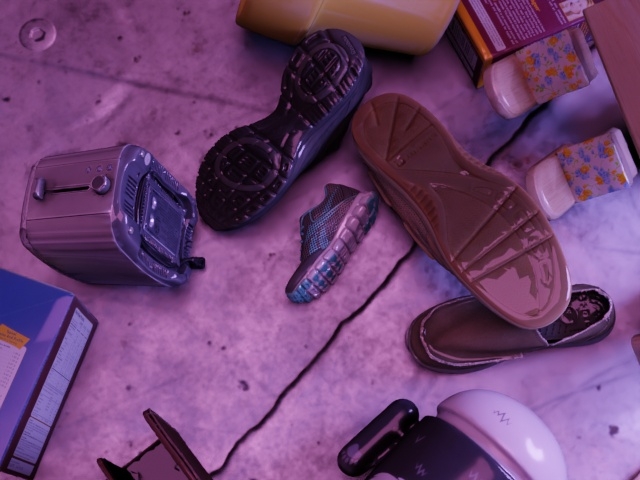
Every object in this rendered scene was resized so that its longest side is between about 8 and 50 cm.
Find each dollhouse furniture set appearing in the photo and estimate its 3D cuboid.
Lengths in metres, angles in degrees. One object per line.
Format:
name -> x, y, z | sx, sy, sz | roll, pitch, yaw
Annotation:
dollhouse furniture set -> 0.391, -0.077, 1.119 | 0.256, 0.362, 0.394 | -32, 100, -52

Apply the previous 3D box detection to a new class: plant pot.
plant pot -> 0.047, -0.341, 1.302 | 0.239, 0.254, 0.254 | 20, 72, -11

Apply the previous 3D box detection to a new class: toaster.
toaster -> -0.237, -0.020, 1.212 | 0.146, 0.227, 0.129 | -1, 70, 17

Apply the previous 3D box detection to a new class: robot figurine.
robot figurine -> 0.134, 0.287, 1.127 | 0.278, 0.173, 0.209 | -44, 105, -13

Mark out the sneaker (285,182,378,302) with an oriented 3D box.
sneaker -> 0.000, 0.000, 1.282 | 0.076, 0.065, 0.166 | 27, 70, 25

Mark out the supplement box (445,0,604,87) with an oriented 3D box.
supplement box -> 0.264, -0.286, 1.356 | 0.188, 0.081, 0.104 | -23, 73, -7

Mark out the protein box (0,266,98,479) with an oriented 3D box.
protein box -> -0.388, 0.134, 1.186 | 0.200, 0.136, 0.201 | 19, 73, 6

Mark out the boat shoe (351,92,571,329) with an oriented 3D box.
boat shoe -> 0.164, -0.029, 1.237 | 0.122, 0.110, 0.341 | -33, 65, -8

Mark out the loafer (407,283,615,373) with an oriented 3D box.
loafer -> 0.224, 0.090, 1.231 | 0.251, 0.087, 0.094 | -12, 73, -5

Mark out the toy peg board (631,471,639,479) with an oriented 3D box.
toy peg board -> 0.387, 0.339, 1.157 | 0.161, 0.079, 0.160 | -41, 77, -13

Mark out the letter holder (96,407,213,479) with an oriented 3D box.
letter holder -> -0.131, 0.342, 1.080 | 0.152, 0.214, 0.302 | -37, 76, -12

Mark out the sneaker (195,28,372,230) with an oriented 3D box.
sneaker -> -0.033, -0.118, 1.289 | 0.286, 0.130, 0.109 | -46, 71, 9
